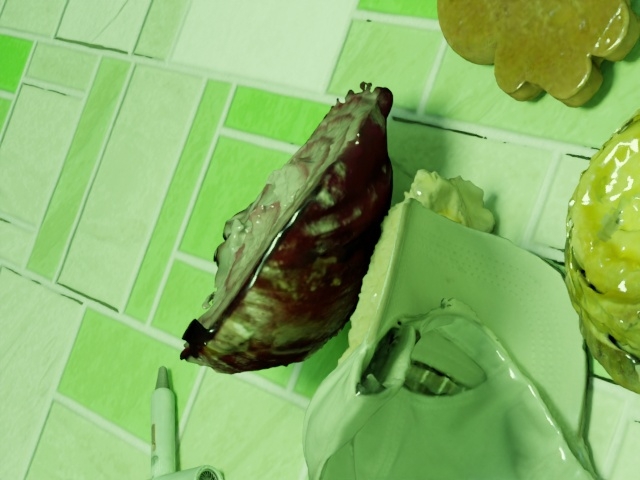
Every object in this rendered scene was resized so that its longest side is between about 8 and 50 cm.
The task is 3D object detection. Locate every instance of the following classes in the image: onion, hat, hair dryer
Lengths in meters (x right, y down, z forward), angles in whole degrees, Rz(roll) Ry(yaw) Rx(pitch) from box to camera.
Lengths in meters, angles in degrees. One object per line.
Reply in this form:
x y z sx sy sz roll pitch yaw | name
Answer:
0.000 0.000 1.562 0.280 0.146 0.314 -45 11 34 | onion
0.090 0.113 1.367 0.168 0.258 0.301 -32 42 44 | hat
-0.162 0.208 1.769 0.155 0.044 0.183 -18 57 42 | hair dryer

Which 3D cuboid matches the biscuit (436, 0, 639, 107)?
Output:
0.206 -0.237 1.529 0.202 0.044 0.288 -55 42 18 | biscuit

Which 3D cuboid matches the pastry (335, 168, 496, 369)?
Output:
0.084 0.063 1.476 0.089 0.121 0.258 -3 71 44 | pastry

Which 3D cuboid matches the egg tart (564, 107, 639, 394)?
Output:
0.286 -0.013 1.293 0.279 0.095 0.278 -24 57 44 | egg tart
